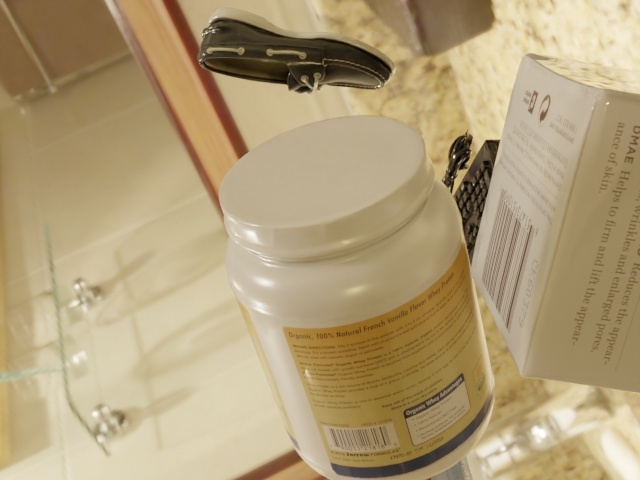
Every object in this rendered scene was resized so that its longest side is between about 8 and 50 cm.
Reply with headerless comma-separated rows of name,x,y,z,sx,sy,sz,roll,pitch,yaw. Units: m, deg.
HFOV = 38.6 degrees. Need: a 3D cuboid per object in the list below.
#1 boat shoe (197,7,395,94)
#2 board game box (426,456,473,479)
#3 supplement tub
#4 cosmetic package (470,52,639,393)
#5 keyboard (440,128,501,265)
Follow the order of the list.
boat shoe,-0.039,-0.270,1.406,0.114,0.302,0.091,78,-153,-70
board game box,0.180,0.367,1.240,0.145,0.027,0.281,33,-145,-45
supplement tub,0.039,0.060,0.898,0.228,0.228,0.316,-121,12,-57
cosmetic package,0.199,-0.008,0.511,0.151,0.183,0.152,-97,16,-71
keyboard,0.159,-0.011,1.166,0.317,0.033,0.202,114,162,-49
